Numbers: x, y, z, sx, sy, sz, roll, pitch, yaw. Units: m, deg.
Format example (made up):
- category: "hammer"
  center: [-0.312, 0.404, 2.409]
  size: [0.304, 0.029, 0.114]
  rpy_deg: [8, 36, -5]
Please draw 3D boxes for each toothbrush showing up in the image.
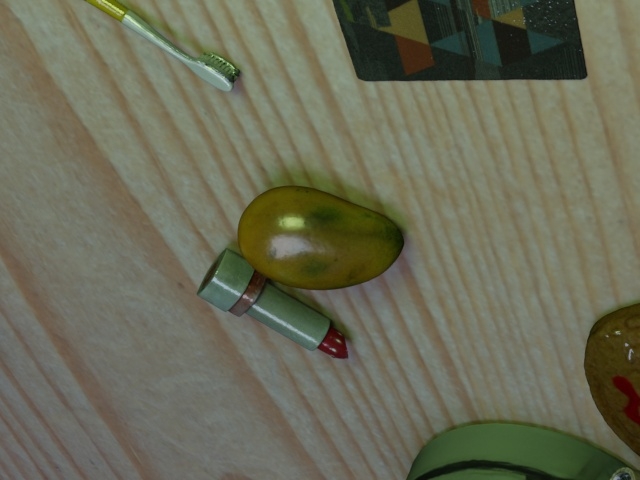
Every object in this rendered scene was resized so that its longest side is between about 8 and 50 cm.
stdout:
- category: "toothbrush"
  center: [-0.202, -0.225, 1.103]
  size: [0.288, 0.024, 0.021]
  rpy_deg: [32, 138, -1]

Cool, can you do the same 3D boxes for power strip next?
- category: "power strip"
  center: [0.245, 0.371, 1.375]
  size: [0.357, 0.161, 0.357]
  rpy_deg: [16, 138, 15]

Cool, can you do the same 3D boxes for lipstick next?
- category: "lipstick"
  center: [-0.043, 0.080, 1.315]
  size: [0.186, 0.057, 0.063]
  rpy_deg: [31, 141, -12]

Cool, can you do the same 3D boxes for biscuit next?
- category: "biscuit"
  center: [0.396, 0.159, 1.149]
  size: [0.273, 0.049, 0.257]
  rpy_deg: [45, 138, -21]

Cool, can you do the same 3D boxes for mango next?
- category: "mango"
  center: [-0.003, 0.002, 1.178]
  size: [0.163, 0.089, 0.111]
  rpy_deg: [20, 140, -3]

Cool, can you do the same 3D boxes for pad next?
- category: "pad"
  center: [0.108, -0.190, 0.973]
  size: [0.211, 0.003, 0.143]
  rpy_deg: [3, 134, 28]

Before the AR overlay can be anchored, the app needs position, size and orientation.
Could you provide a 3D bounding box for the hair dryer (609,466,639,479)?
- category: "hair dryer"
  center: [0.372, 0.371, 1.236]
  size: [0.195, 0.220, 0.054]
  rpy_deg: [22, 172, -15]
